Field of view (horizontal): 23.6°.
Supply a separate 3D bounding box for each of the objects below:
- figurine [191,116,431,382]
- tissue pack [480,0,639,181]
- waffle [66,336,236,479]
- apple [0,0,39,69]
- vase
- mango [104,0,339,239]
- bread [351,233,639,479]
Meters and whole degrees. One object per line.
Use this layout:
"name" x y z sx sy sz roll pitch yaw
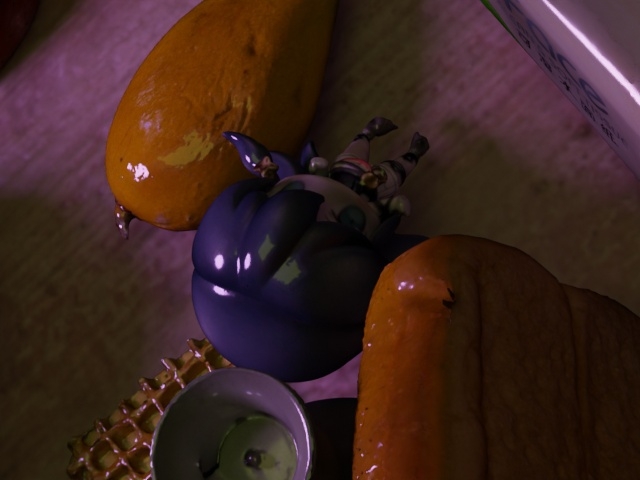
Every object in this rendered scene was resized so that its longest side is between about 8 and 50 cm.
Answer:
"figurine" 0.001 0.009 1.255 0.175 0.265 0.197 4 102 35
"tissue pack" 0.313 -0.238 1.222 0.332 0.205 0.405 -37 66 2
"waffle" -0.140 0.155 1.358 0.192 0.046 0.160 -7 73 18
"apple" -0.486 -0.263 1.580 0.365 0.295 0.329 -42 27 3
"vase" -0.004 0.181 1.145 0.173 0.321 0.173 -6 71 18
"mango" -0.085 -0.131 1.388 0.176 0.119 0.316 25 78 33
"bread" 0.143 0.180 1.071 0.148 0.328 0.337 -35 41 38
